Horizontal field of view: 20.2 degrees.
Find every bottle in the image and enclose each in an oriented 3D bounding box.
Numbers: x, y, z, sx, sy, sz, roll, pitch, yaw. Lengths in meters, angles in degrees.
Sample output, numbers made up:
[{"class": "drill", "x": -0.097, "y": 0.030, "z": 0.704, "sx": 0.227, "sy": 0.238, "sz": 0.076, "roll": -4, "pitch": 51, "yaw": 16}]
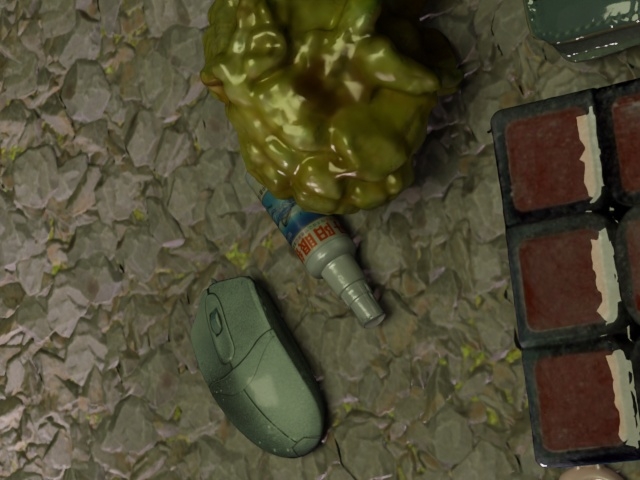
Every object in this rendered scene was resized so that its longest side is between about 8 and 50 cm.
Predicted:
[{"class": "bottle", "x": 0.000, "y": 0.000, "z": 1.873, "sx": 0.060, "sy": 0.060, "sz": 0.217, "roll": -46, "pitch": 66, "yaw": 26}]

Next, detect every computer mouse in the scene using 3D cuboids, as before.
[{"class": "computer mouse", "x": -0.076, "y": 0.131, "z": 1.918, "sx": 0.113, "sy": 0.068, "sz": 0.229, "roll": -44, "pitch": 66, "yaw": 25}]

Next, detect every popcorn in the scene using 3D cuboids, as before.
[{"class": "popcorn", "x": 0.007, "y": -0.164, "z": 1.773, "sx": 0.258, "sy": 0.224, "sz": 0.270, "roll": 20, "pitch": 85, "yaw": 9}]

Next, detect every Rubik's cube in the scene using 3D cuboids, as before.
[{"class": "Rubik's cube", "x": 0.353, "y": 0.018, "z": 1.474, "sx": 0.305, "sy": 0.301, "sz": 0.303, "roll": -9, "pitch": 84, "yaw": 36}]

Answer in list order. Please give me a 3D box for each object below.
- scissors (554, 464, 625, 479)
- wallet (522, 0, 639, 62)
[{"class": "scissors", "x": 0.294, "y": 0.347, "z": 1.681, "sx": 0.160, "sy": 0.024, "sz": 0.317, "roll": -40, "pitch": 68, "yaw": 28}, {"class": "wallet", "x": 0.342, "y": -0.307, "z": 1.620, "sx": 0.360, "sy": 0.083, "sz": 0.252, "roll": -13, "pitch": 77, "yaw": 35}]
